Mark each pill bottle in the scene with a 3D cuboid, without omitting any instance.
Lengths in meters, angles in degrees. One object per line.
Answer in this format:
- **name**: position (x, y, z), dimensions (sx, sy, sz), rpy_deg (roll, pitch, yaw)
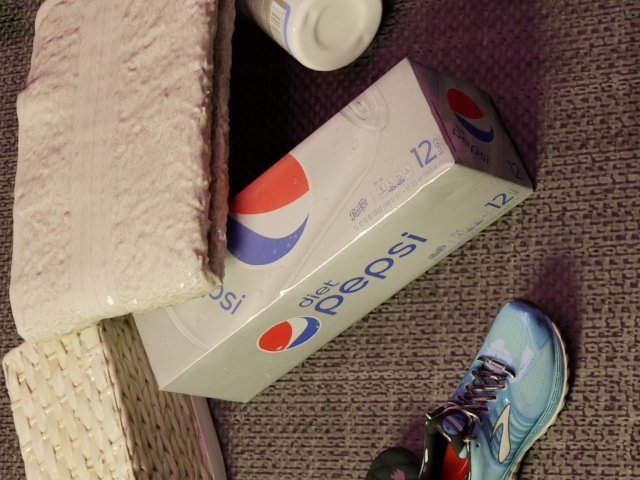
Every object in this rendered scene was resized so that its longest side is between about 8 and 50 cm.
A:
- **pill bottle**: position (-0.022, -0.186, 1.395), dimensions (0.137, 0.078, 0.078), rpy_deg (44, 108, 43)

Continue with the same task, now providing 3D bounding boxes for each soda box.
- **soda box**: position (0.000, 0.000, 1.327), dimensions (0.286, 0.098, 0.091), rpy_deg (-38, 59, 28)

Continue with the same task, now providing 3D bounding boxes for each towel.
- **towel**: position (-0.140, -0.078, 1.372), dimensions (0.187, 0.049, 0.282), rpy_deg (-17, 64, 37)

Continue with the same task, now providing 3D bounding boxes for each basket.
- **basket**: position (-0.154, 0.138, 1.416), dimensions (0.113, 0.103, 0.167), rpy_deg (-32, 61, 29)

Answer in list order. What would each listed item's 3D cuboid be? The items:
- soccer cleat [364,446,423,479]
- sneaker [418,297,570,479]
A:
- **soccer cleat**: position (0.032, 0.223, 1.266), dimensions (0.060, 0.072, 0.179), rpy_deg (8, 85, 40)
- **sneaker**: position (0.105, 0.114, 1.231), dimensions (0.063, 0.073, 0.162), rpy_deg (22, 94, 40)
